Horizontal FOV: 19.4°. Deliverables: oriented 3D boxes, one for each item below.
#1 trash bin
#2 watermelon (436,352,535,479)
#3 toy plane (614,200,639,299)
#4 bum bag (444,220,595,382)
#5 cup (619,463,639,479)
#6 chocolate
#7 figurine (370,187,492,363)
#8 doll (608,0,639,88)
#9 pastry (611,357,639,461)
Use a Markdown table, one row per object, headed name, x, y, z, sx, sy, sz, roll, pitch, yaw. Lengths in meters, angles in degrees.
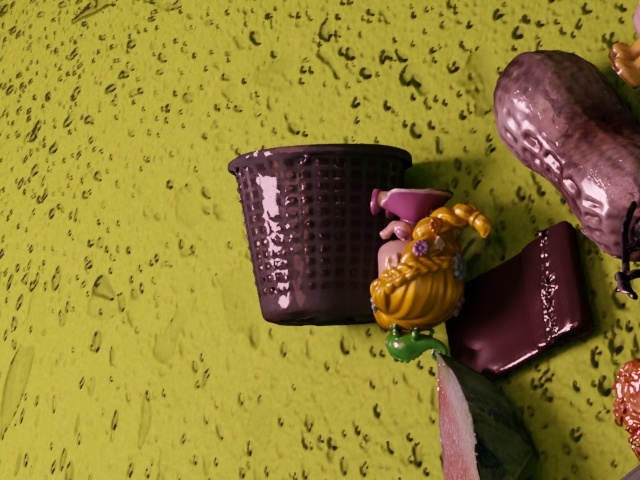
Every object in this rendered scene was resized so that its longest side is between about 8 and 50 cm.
| name | x | y | z | sx | sy | sz | roll | pitch | yaw |
| --- | --- | --- | --- | --- | --- | --- | --- | --- | --- |
| trash bin | 0.000 | 0.000 | 1.764 | 0.175 | 0.175 | 0.161 | -8 | 79 | 44 |
| watermelon | 0.133 | 0.177 | 1.612 | 0.094 | 0.081 | 0.180 | -35 | 46 | 44 |
| toy plane | 0.312 | -0.042 | 1.418 | 0.155 | 0.106 | 0.381 | -51 | 14 | 31 |
| bum bag | 0.170 | 0.061 | 1.653 | 0.159 | 0.026 | 0.109 | -33 | 52 | 35 |
| cup | 0.357 | 0.258 | 1.193 | 0.392 | 0.310 | 0.401 | -47 | 57 | 17 |
| chocolate | 0.229 | -0.078 | 1.589 | 0.110 | 0.110 | 0.248 | -54 | 49 | 16 |
| figurine | 0.100 | 0.033 | 1.673 | 0.115 | 0.095 | 0.156 | 2 | 84 | 38 |
| doll | 0.325 | -0.205 | 1.555 | 0.207 | 0.081 | 0.129 | -46 | 14 | 23 |
| pastry | 0.298 | 0.154 | 1.463 | 0.087 | 0.063 | 0.169 | -57 | 48 | 26 |
